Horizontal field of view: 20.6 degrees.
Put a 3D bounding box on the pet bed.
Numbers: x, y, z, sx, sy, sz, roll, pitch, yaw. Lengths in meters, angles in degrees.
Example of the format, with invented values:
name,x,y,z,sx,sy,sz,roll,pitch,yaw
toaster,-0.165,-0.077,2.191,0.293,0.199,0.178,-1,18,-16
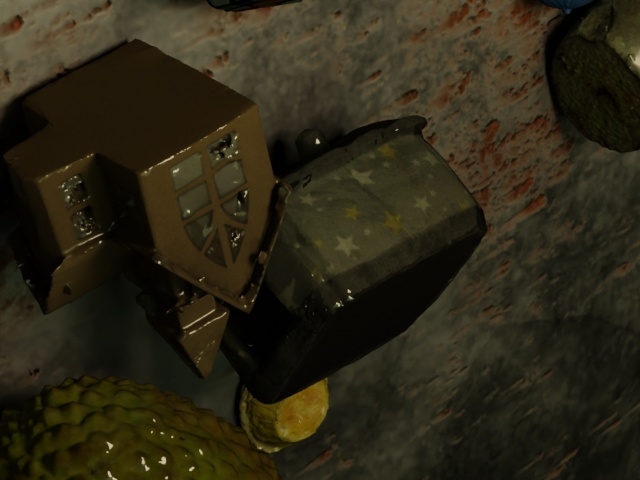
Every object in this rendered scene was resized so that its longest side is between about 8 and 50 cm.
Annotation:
name,x,y,z,sx,sy,sz,roll,pitch,yaw
pet bed,0.000,0.000,1.390,0.211,0.159,0.183,-26,160,-39

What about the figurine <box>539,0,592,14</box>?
name,x,y,z,sx,sy,sz,roll,pitch,yaw
figurine,0.211,-0.263,1.508,0.077,0.079,0.136,-7,131,8

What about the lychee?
name,x,y,z,sx,sy,sz,roll,pitch,yaw
lychee,-0.137,0.242,1.327,0.270,0.270,0.320,-35,145,-23

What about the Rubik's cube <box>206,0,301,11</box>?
name,x,y,z,sx,sy,sz,roll,pitch,yaw
Rubik's cube,-0.048,-0.225,1.269,0.112,0.133,0.133,-37,138,16

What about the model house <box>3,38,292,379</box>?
name,x,y,z,sx,sy,sz,roll,pitch,yaw
model house,-0.125,0.015,1.275,0.176,0.181,0.248,-31,127,-25

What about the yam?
name,x,y,z,sx,sy,sz,roll,pitch,yaw
yam,0.327,-0.208,1.588,0.254,0.154,0.154,-43,133,-13

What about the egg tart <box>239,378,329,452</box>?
name,x,y,z,sx,sy,sz,roll,pitch,yaw
egg tart,-0.026,0.141,1.529,0.105,0.039,0.105,-18,122,-32
